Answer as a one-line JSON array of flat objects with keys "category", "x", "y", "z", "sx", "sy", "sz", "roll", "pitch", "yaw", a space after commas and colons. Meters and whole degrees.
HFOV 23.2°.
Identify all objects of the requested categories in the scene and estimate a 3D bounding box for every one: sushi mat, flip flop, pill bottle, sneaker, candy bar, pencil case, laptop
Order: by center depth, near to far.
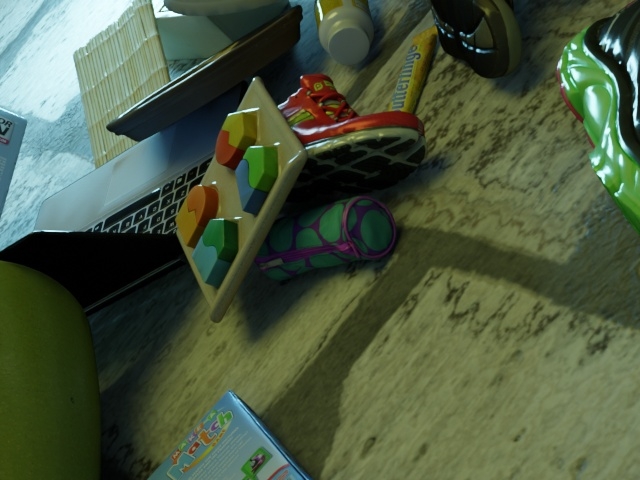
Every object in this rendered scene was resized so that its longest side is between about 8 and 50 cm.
[{"category": "sneaker", "x": 0.294, "y": -0.076, "z": 1.032, "sx": 0.202, "sy": 0.185, "sz": 0.482, "roll": -43, "pitch": 27, "yaw": 17}, {"category": "pencil case", "x": 0.000, "y": 0.000, "z": 1.490, "sx": 0.152, "sy": 0.064, "sz": 0.070, "roll": -15, "pitch": 24, "yaw": 48}, {"category": "flip flop", "x": 0.160, "y": -0.239, "z": 1.562, "sx": 0.080, "sy": 0.112, "sz": 0.277, "roll": -20, "pitch": 24, "yaw": -5}, {"category": "sneaker", "x": 0.001, "y": -0.113, "z": 1.562, "sx": 0.279, "sy": 0.107, "sz": 0.118, "roll": -5, "pitch": 72, "yaw": 53}, {"category": "candy bar", "x": 0.094, "y": -0.166, "z": 1.637, "sx": 0.040, "sy": 0.018, "sz": 0.161, "roll": -22, "pitch": 35, "yaw": 41}, {"category": "pill bottle", "x": 0.028, "y": -0.248, "z": 1.793, "sx": 0.065, "sy": 0.065, "sz": 0.116, "roll": -38, "pitch": 27, "yaw": 18}, {"category": "laptop", "x": -0.318, "y": -0.026, "z": 1.793, "sx": 0.382, "sy": 0.236, "sz": 0.407, "roll": -27, "pitch": 39, "yaw": 33}, {"category": "sushi mat", "x": -0.258, "y": -0.190, "z": 2.077, "sx": 0.151, "sy": 0.019, "sz": 0.316, "roll": -39, "pitch": 45, "yaw": 23}]

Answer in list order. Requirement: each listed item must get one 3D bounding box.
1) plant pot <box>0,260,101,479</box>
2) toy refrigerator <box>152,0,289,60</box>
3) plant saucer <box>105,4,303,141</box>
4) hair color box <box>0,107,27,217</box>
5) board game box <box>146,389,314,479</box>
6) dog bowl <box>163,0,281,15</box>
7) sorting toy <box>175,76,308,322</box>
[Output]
[{"category": "plant pot", "x": -0.318, "y": 0.214, "z": 1.489, "sx": 0.275, "sy": 0.275, "sz": 0.293, "roll": -41, "pitch": 43, "yaw": 11}, {"category": "toy refrigerator", "x": -0.165, "y": -0.316, "z": 2.141, "sx": 0.102, "sy": 0.094, "sz": 0.269, "roll": -54, "pitch": 27, "yaw": -14}, {"category": "plant saucer", "x": -0.133, "y": -0.196, "z": 1.881, "sx": 0.278, "sy": 0.041, "sz": 0.278, "roll": -32, "pitch": 8, "yaw": 5}, {"category": "hair color box", "x": -0.504, "y": 0.009, "z": 2.048, "sx": 0.185, "sy": 0.114, "sz": 0.374, "roll": -44, "pitch": 30, "yaw": 47}, {"category": "board game box", "x": -0.089, "y": 0.230, "z": 1.329, "sx": 0.160, "sy": 0.039, "sz": 0.211, "roll": -48, "pitch": 27, "yaw": -2}, {"category": "dog bowl", "x": -0.053, "y": -0.402, "z": 1.946, "sx": 0.349, "sy": 0.102, "sz": 0.348, "roll": -17, "pitch": 26, "yaw": 9}, {"category": "sorting toy", "x": -0.088, "y": -0.046, "z": 1.547, "sx": 0.193, "sy": 0.038, "sz": 0.208, "roll": -62, "pitch": 25, "yaw": 19}]
